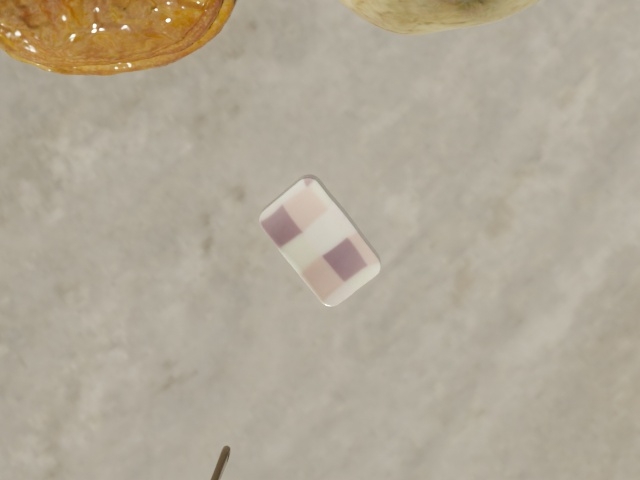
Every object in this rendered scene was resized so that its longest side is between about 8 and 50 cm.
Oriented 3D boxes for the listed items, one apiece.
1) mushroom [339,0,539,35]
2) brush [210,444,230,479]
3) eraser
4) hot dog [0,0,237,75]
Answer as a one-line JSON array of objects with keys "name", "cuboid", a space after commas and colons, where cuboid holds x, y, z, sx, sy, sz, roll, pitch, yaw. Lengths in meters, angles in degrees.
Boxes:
[{"name": "mushroom", "cuboid": [0.067, -0.181, 0.767, 0.166, 0.166, 0.127, -35, 127, -6]}, {"name": "brush", "cuboid": [-0.104, 0.241, 1.438, 0.014, 0.170, 0.043, 14, 117, 3]}, {"name": "eraser", "cuboid": [0.000, 0.000, 1.329, 0.065, 0.105, 0.026, -39, -174, 9]}, {"name": "hot dog", "cuboid": [-0.201, -0.257, 1.459, 0.272, 0.196, 0.122, -13, 175, 18]}]
